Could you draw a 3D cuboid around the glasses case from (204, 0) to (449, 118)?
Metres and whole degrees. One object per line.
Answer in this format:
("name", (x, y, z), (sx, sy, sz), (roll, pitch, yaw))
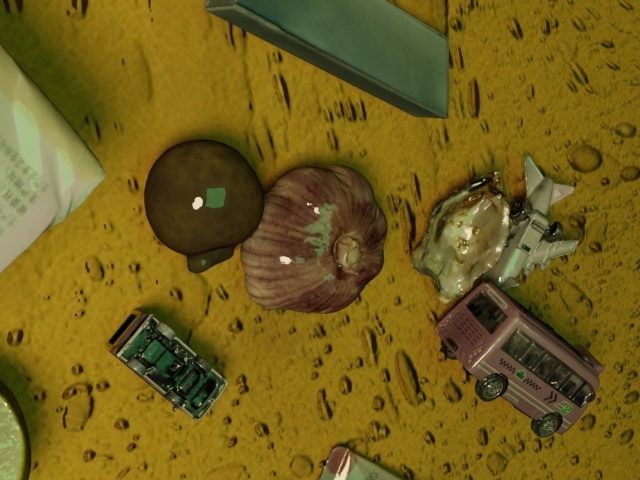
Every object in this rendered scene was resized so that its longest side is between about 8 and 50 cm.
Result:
("glasses case", (0.015, -0.202, 0.906), (0.266, 0.056, 0.105), (21, 61, -35))

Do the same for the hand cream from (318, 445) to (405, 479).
("hand cream", (0.122, 0.342, 1.050), (0.341, 0.078, 0.124), (29, 81, -29))

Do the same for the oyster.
("oyster", (0.157, -0.011, 1.022), (0.103, 0.051, 0.148), (41, 94, -25))

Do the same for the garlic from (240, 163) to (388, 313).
("garlic", (0.000, 0.000, 0.888), (0.159, 0.102, 0.147), (-29, 111, -28))

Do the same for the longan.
("longan", (-0.101, -0.030, 0.817), (0.106, 0.106, 0.119), (-13, 109, -32))

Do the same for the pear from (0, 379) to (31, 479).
("pear", (-0.295, 0.166, 0.713), (0.141, 0.104, 0.141), (11, 68, -28))

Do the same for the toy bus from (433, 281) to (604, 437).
("toy bus", (0.227, 0.135, 1.050), (0.199, 0.096, 0.108), (35, 100, -35))

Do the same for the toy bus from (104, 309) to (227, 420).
("toy bus", (-0.139, 0.112, 0.836), (0.102, 0.058, 0.052), (46, 72, -25))

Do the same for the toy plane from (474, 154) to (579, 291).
("toy plane", (0.230, -0.005, 1.071), (0.162, 0.066, 0.171), (30, 75, -22))

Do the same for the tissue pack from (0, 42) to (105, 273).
("tissue pack", (-0.390, -0.084, 0.543), (0.331, 0.205, 0.405), (-48, 121, -18))
